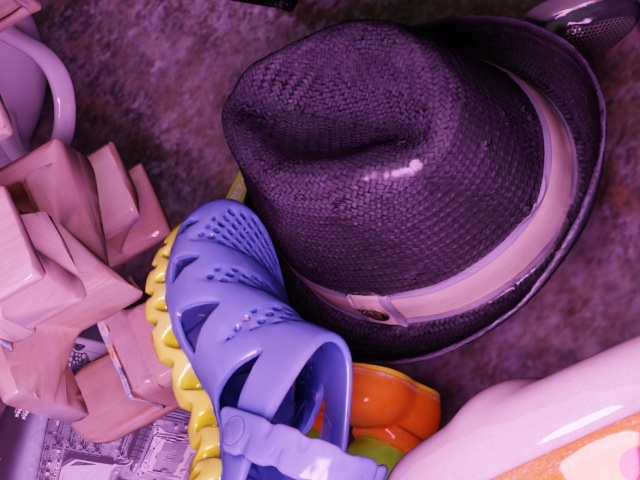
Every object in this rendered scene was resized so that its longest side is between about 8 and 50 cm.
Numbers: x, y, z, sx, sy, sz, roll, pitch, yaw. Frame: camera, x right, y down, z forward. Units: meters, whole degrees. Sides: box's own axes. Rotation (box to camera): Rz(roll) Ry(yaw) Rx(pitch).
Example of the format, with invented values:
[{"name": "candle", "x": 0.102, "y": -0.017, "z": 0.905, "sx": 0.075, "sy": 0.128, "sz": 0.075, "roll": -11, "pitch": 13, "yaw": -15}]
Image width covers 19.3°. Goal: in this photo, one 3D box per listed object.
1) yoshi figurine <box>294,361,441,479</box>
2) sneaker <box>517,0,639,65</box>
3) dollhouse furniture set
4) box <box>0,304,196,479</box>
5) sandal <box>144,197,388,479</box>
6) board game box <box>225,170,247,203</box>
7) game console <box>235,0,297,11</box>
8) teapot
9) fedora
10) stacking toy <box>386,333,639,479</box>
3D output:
[{"name": "yoshi figurine", "x": -0.047, "y": 0.259, "z": 1.351, "sx": 0.203, "sy": 0.203, "sz": 0.362, "roll": 13, "pitch": 82, "yaw": 5}, {"name": "sneaker", "x": 0.170, "y": -0.107, "z": 1.491, "sx": 0.227, "sy": 0.087, "sz": 0.130, "roll": -31, "pitch": 62, "yaw": 15}, {"name": "dollhouse furniture set", "x": -0.301, "y": -0.032, "z": 1.394, "sx": 0.256, "sy": 0.362, "sz": 0.394, "roll": -29, "pitch": 70, "yaw": 10}, {"name": "box", "x": -0.161, "y": 0.213, "z": 1.524, "sx": 0.242, "sy": 0.076, "sz": 0.307, "roll": 15, "pitch": 77, "yaw": 29}, {"name": "sandal", "x": -0.030, "y": 0.098, "z": 1.266, "sx": 0.138, "sy": 0.126, "sz": 0.317, "roll": -37, "pitch": 50, "yaw": 31}, {"name": "board game box", "x": 0.000, "y": 0.000, "z": 1.551, "sx": 0.181, "sy": 0.043, "sz": 0.092, "roll": 22, "pitch": 80, "yaw": 30}, {"name": "game console", "x": -0.034, "y": -0.272, "z": 1.662, "sx": 0.071, "sy": 0.107, "sz": 0.122, "roll": 21, "pitch": 79, "yaw": 1}, {"name": "teapot", "x": -0.342, "y": -0.106, "z": 1.664, "sx": 0.252, "sy": 0.256, "sz": 0.187, "roll": -20, "pitch": 90, "yaw": -5}, {"name": "fedora", "x": 0.040, "y": -0.070, "z": 1.392, "sx": 0.334, "sy": 0.152, "sz": 0.334, "roll": -21, "pitch": 51, "yaw": 28}, {"name": "stacking toy", "x": 0.281, "y": 0.288, "z": 1.202, "sx": 0.350, "sy": 0.350, "sz": 0.480, "roll": -27, "pitch": 79, "yaw": 13}]
